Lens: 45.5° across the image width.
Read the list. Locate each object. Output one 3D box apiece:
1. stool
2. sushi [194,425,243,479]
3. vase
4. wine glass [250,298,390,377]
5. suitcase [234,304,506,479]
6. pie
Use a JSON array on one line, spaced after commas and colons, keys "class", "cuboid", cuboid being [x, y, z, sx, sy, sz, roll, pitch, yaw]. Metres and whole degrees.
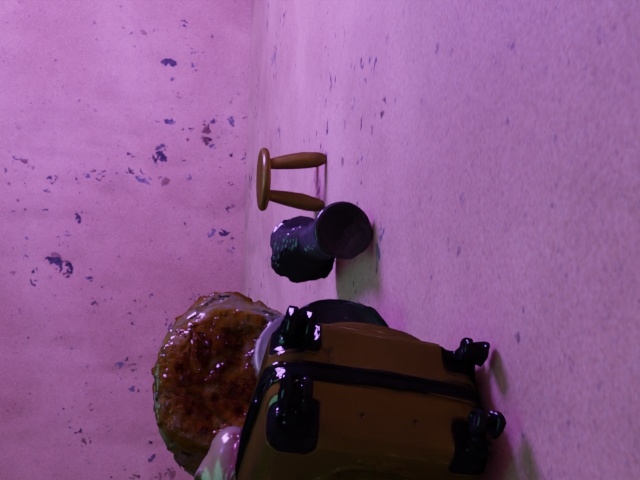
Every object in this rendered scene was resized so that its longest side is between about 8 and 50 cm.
[{"class": "stool", "cuboid": [-0.054, -0.105, 1.341, 0.134, 0.110, 0.135, 103, 163, -50]}, {"class": "sushi", "cuboid": [-0.026, 0.279, 0.876, 0.270, 0.236, 0.171, 112, 165, -69]}, {"class": "vase", "cuboid": [0.000, 0.000, 1.098, 0.237, 0.115, 0.115, 150, 120, -73]}, {"class": "wine glass", "cuboid": [0.001, 0.149, 0.984, 0.321, 0.143, 0.143, 143, 127, -73]}, {"class": "suitcase", "cuboid": [0.030, 0.165, 0.671, 0.143, 0.194, 0.235, -89, 13, -45]}, {"class": "pie", "cuboid": [-0.172, 0.268, 1.438, 0.103, 0.288, 0.354, 127, 142, -73]}]
